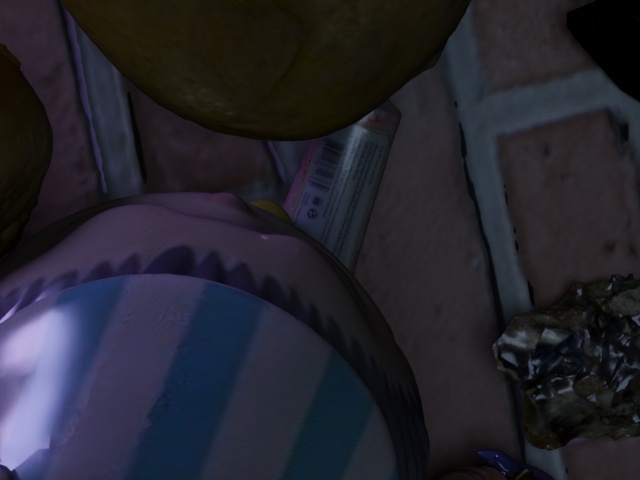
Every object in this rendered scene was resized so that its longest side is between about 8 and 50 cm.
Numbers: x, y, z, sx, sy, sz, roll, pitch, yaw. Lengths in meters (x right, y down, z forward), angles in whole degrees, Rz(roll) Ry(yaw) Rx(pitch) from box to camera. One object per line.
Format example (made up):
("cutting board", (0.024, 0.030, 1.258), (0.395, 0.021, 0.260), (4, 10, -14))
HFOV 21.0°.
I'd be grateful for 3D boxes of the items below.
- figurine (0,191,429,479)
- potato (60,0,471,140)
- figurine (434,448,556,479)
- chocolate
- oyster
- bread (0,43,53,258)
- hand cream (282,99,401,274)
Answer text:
("figurine", (-0.134, 0.126, 0.790), (0.361, 0.378, 0.266), (-41, 77, 3))
("potato", (-0.007, -0.249, 0.891), (0.397, 0.290, 0.296), (-61, 137, -35))
("figurine", (0.090, 0.188, 0.970), (0.114, 0.157, 0.126), (15, 100, 12))
("chocolate", (0.225, -0.119, 0.968), (0.149, 0.125, 0.080), (36, 74, -6))
("oyster", (0.179, 0.069, 1.010), (0.148, 0.051, 0.103), (-26, 107, -15))
("bread", (-0.263, -0.019, 0.879), (0.195, 0.176, 0.246), (36, 105, 0))
("hand cream", (0.000, 0.000, 0.985), (0.067, 0.043, 0.209), (19, 99, -5))
